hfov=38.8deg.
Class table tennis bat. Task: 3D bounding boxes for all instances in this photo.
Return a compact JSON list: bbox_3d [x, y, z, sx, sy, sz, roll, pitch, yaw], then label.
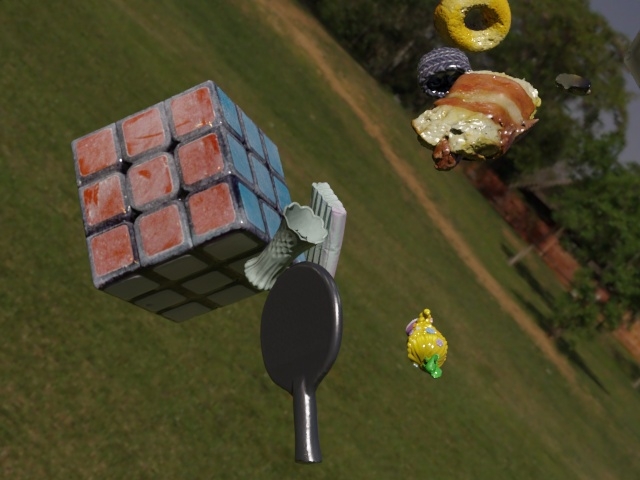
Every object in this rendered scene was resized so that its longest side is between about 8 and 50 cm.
[{"bbox_3d":[-0.022,0.139,1.049,0.027,0.150,0.236,11,65,-37],"label":"table tennis bat"}]

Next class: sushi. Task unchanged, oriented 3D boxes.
[{"bbox_3d":[0.579,-0.350,2.083,0.083,0.044,0.046,20,-19,23],"label":"sushi"}]

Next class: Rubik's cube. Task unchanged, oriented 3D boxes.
[{"bbox_3d":[-0.234,-0.057,1.659,0.301,0.303,0.305,39,34,-63],"label":"Rubik's cube"}]

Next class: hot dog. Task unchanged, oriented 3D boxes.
[{"bbox_3d":[0.223,-0.165,1.298,0.146,0.213,0.103,25,-40,34],"label":"hot dog"}]

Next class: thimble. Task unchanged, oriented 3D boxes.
[{"bbox_3d":[0.243,-0.325,1.773,0.104,0.095,0.066,10,49,-13],"label":"thimble"}]

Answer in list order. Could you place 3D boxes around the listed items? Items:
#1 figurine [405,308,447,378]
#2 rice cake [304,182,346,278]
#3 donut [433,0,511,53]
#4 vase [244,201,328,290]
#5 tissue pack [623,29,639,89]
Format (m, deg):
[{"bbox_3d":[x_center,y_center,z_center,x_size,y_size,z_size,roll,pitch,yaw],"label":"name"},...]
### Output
[{"bbox_3d":[0.242,0.230,2.047,0.095,0.115,0.156,2,30,-5],"label":"figurine"},{"bbox_3d":[0.000,0.000,1.775,0.037,0.198,0.189,4,20,-18],"label":"rice cake"},{"bbox_3d":[0.346,-0.489,2.017,0.178,0.162,0.065,15,34,-23],"label":"donut"},{"bbox_3d":[-0.061,0.017,1.430,0.081,0.149,0.081,25,38,-22],"label":"vase"},{"bbox_3d":[0.648,-0.352,1.531,0.136,0.246,0.159,11,41,-13],"label":"tissue pack"}]
